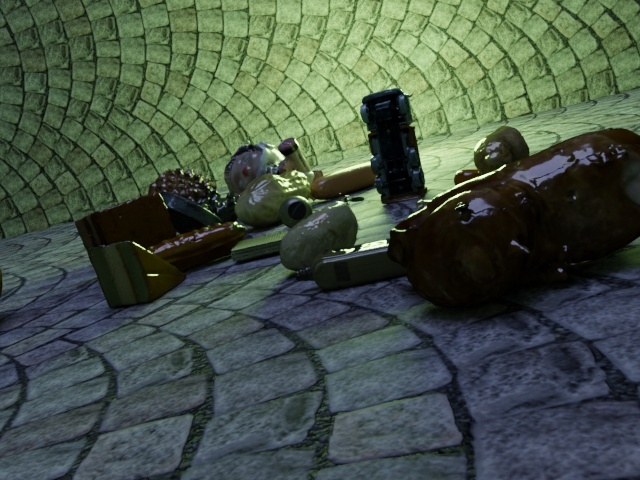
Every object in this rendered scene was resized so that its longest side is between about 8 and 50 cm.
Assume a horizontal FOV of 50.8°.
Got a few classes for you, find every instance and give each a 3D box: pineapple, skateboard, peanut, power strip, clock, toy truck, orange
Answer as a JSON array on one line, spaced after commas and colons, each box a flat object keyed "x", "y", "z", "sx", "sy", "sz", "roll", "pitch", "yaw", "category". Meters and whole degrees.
[{"x": -0.373, "y": -0.110, "z": 2.143, "sx": 0.357, "sy": 0.223, "sz": 0.223, "roll": 12, "pitch": 25, "yaw": 34, "category": "pineapple"}, {"x": 0.089, "y": -0.128, "z": 2.059, "sx": 0.064, "sy": 0.032, "sz": 0.083, "roll": -7, "pitch": 10, "yaw": -21, "category": "skateboard"}, {"x": -0.135, "y": -0.133, "z": 2.052, "sx": 0.152, "sy": 0.152, "sz": 0.313, "roll": -5, "pitch": 12, "yaw": 38, "category": "peanut"}, {"x": 0.505, "y": -0.245, "z": 1.887, "sx": 0.137, "sy": 0.122, "sz": 0.253, "roll": 5, "pitch": 23, "yaw": 36, "category": "peanut"}, {"x": 0.143, "y": 0.021, "z": 1.171, "sx": 0.388, "sy": 0.066, "sz": 0.092, "roll": -13, "pitch": 9, "yaw": 8, "category": "power strip"}, {"x": -0.369, "y": -0.064, "z": 1.874, "sx": 0.226, "sy": 0.226, "sz": 0.049, "roll": 2, "pitch": 62, "yaw": 54, "category": "clock"}, {"x": 0.215, "y": -0.267, "z": 1.895, "sx": 0.136, "sy": 0.305, "sz": 0.162, "roll": -10, "pitch": 7, "yaw": 21, "category": "toy truck"}, {"x": 0.382, "y": -0.151, "z": 1.726, "sx": 0.086, "sy": 0.062, "sz": 0.086, "roll": 2, "pitch": 15, "yaw": -1, "category": "orange"}]

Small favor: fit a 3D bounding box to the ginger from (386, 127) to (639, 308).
[{"x": 0.298, "y": -0.024, "z": 0.931, "sx": 0.418, "sy": 0.176, "sz": 0.254, "roll": -18, "pitch": 15, "yaw": 5, "category": "ginger"}]

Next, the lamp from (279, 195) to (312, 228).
[{"x": -0.072, "y": -0.071, "z": 1.859, "sx": 0.091, "sy": 0.091, "sz": 0.163, "roll": -16, "pitch": -3, "yaw": -9, "category": "lamp"}]

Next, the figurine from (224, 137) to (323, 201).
[{"x": -0.180, "y": -0.208, "z": 2.341, "sx": 0.361, "sy": 0.253, "sz": 0.211, "roll": 8, "pitch": -20, "yaw": 44, "category": "figurine"}]

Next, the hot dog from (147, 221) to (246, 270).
[{"x": -0.305, "y": 0.020, "z": 1.652, "sx": 0.269, "sy": 0.115, "sz": 0.072, "roll": -19, "pitch": 56, "yaw": -24, "category": "hot dog"}]

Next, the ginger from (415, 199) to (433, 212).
[{"x": 0.311, "y": -0.060, "z": 1.241, "sx": 0.263, "sy": 0.109, "sz": 0.116, "roll": -11, "pitch": 10, "yaw": 20, "category": "ginger"}]

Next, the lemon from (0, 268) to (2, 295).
[{"x": -0.856, "y": 0.101, "z": 1.534, "sx": 0.267, "sy": 0.267, "sz": 0.267, "roll": -13, "pitch": 11, "yaw": 3, "category": "lemon"}]

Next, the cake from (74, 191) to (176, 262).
[{"x": -0.525, "y": -0.003, "z": 1.791, "sx": 0.196, "sy": 0.198, "sz": 0.293, "roll": -28, "pitch": 13, "yaw": -34, "category": "cake"}]

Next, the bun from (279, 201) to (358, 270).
[{"x": 0.000, "y": 0.000, "z": 1.362, "sx": 0.164, "sy": 0.111, "sz": 0.188, "roll": -27, "pitch": 7, "yaw": 29, "category": "bun"}]

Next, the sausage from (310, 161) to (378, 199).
[{"x": 0.094, "y": -0.200, "z": 2.255, "sx": 0.289, "sy": 0.086, "sz": 0.086, "roll": -18, "pitch": 12, "yaw": -29, "category": "sausage"}]

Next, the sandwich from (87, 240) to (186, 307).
[{"x": -0.393, "y": 0.051, "z": 1.473, "sx": 0.117, "sy": 0.144, "sz": 0.187, "roll": -8, "pitch": 13, "yaw": 16, "category": "sandwich"}]

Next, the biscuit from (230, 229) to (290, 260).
[{"x": -0.107, "y": 0.006, "z": 1.607, "sx": 0.199, "sy": 0.040, "sz": 0.121, "roll": -13, "pitch": 8, "yaw": 5, "category": "biscuit"}]
